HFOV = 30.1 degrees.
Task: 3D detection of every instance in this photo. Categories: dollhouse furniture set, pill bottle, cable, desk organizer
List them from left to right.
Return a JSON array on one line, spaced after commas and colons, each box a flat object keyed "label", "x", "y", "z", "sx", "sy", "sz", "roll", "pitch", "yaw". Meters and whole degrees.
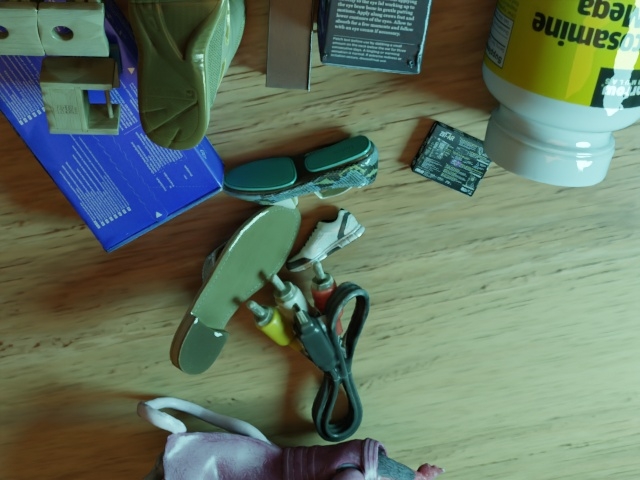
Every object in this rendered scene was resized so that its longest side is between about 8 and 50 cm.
[{"label": "dollhouse furniture set", "x": -0.275, "y": -0.217, "z": 1.225, "sx": 0.129, "sy": 0.129, "sz": 0.183, "roll": 1, "pitch": 146, "yaw": -3}, {"label": "desk organizer", "x": -0.033, "y": -0.236, "z": 1.331, "sx": 0.050, "sy": 0.047, "sz": 0.130, "roll": 3, "pitch": 117, "yaw": -1}, {"label": "cable", "x": 0.012, "y": 0.139, "z": 1.518, "sx": 0.139, "sy": 0.072, "sz": 0.287, "roll": -29, "pitch": 136, "yaw": -6}, {"label": "pill bottle", "x": 0.279, "y": -0.235, "z": 1.265, "sx": 0.188, "sy": 0.188, "sz": 0.334, "roll": 7, "pitch": 117, "yaw": -6}]

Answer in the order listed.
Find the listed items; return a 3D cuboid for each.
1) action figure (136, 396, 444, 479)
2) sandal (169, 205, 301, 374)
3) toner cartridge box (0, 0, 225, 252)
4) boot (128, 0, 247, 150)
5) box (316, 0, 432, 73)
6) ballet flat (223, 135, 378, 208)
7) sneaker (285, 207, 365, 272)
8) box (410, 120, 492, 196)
[{"label": "action figure", "x": -0.024, "y": 0.305, "z": 1.545, "sx": 0.370, "sy": 0.248, "sz": 0.275, "roll": -10, "pitch": 91, "yaw": 10}, {"label": "sandal", "x": -0.123, "y": 0.045, "z": 1.451, "sx": 0.088, "sy": 0.079, "sz": 0.240, "roll": 39, "pitch": 79, "yaw": -42}, {"label": "toner cartridge box", "x": -0.268, "y": -0.169, "z": 1.339, "sx": 0.165, "sy": 0.075, "sz": 0.348, "roll": -27, "pitch": 115, "yaw": 12}, {"label": "boot", "x": -0.127, "y": -0.251, "z": 1.230, "sx": 0.095, "sy": 0.203, "sz": 0.262, "roll": 7, "pitch": 123, "yaw": 4}, {"label": "box", "x": 0.062, "y": -0.298, "z": 1.245, "sx": 0.108, "sy": 0.153, "sz": 0.207, "roll": 5, "pitch": 116, "yaw": -4}, {"label": "ballet flat", "x": -0.020, "y": -0.069, "z": 1.410, "sx": 0.188, "sy": 0.070, "sz": 0.070, "roll": -12, "pitch": 117, "yaw": 7}, {"label": "sneaker", "x": 0.000, "y": 0.000, "z": 1.463, "sx": 0.109, "sy": 0.040, "sz": 0.043, "roll": -34, "pitch": 97, "yaw": 10}, {"label": "box", "x": 0.159, "y": -0.097, "z": 1.425, "sx": 0.083, "sy": 0.018, "sz": 0.067, "roll": 21, "pitch": 114, "yaw": -13}]
